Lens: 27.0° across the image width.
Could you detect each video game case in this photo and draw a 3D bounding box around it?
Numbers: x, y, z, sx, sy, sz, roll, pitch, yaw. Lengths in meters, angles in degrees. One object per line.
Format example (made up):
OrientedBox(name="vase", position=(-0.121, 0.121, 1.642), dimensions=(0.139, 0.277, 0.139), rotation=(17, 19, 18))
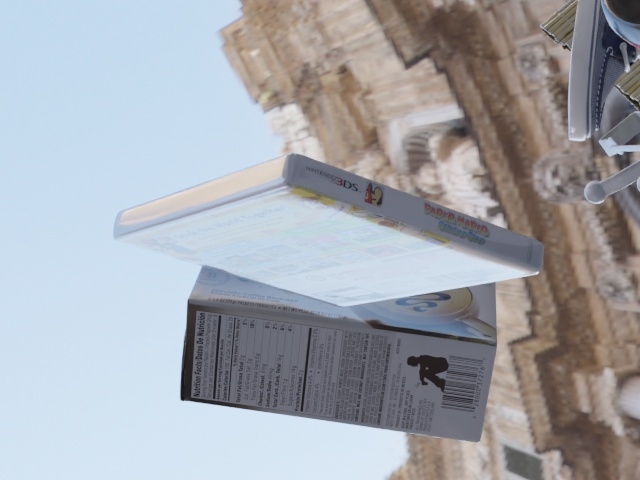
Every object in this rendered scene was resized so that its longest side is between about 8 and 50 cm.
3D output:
OrientedBox(name="video game case", position=(0.000, 0.000, 0.908), dimensions=(0.206, 0.227, 0.026), rotation=(18, -108, -32))

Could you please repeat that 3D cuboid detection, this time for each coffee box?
OrientedBox(name="coffee box", position=(0.021, 0.091, 1.334), dimensions=(0.297, 0.168, 0.119), rotation=(8, -64, 4))

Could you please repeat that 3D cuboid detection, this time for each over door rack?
OrientedBox(name="over door rack", position=(0.353, 0.012, 1.264), dimensions=(0.108, 0.324, 0.239), rotation=(-35, -84, 9))

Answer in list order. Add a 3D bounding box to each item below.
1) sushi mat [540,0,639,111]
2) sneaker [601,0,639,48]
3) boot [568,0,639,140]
OrientedBox(name="sushi mat", position=(0.393, -0.275, 1.407), dimensions=(0.316, 0.019, 0.151), rotation=(-41, -115, -14))
OrientedBox(name="sneaker", position=(0.222, -0.177, 0.577), dimensions=(0.135, 0.097, 0.276), rotation=(34, -104, -35))
OrientedBox(name="boot", position=(0.256, -0.173, 1.114), dimensions=(0.086, 0.069, 0.190), rotation=(6, -101, 12))
